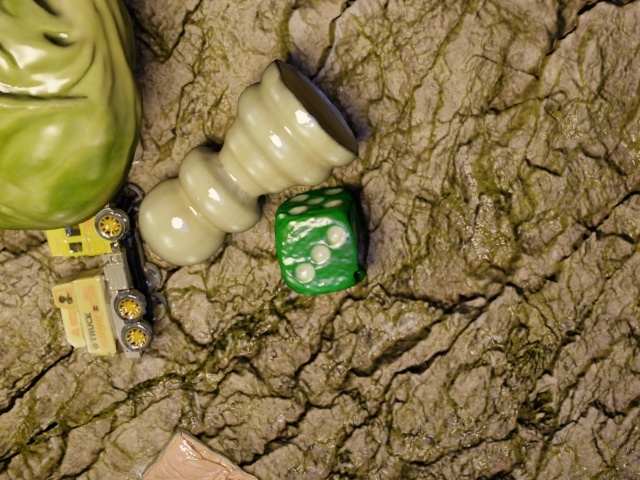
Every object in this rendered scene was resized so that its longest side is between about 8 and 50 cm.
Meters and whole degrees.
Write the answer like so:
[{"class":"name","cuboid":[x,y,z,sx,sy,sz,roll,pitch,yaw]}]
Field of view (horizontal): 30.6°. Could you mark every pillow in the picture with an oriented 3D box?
[{"class":"pillow","cuboid":[-0.174,0.413,1.935,0.232,0.043,0.126,34,112,-14]}]

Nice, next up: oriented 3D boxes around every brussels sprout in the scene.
[{"class":"brussels sprout","cuboid":[-0.398,-0.191,1.536,0.425,0.342,0.361,-2,128,43]}]

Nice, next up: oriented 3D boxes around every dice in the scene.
[{"class":"dice","cuboid":[0.000,0.000,1.728,0.120,0.131,0.128,-9,111,7]}]

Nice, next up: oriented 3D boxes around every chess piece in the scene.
[{"class":"chess piece","cuboid":[-0.122,-0.090,1.674,0.330,0.182,0.182,-39,106,15]}]

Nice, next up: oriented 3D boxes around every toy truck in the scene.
[{"class":"toy truck","cuboid":[-0.332,0.047,1.755,0.157,0.124,0.272,-6,113,8]}]

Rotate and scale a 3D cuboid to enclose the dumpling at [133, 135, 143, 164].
[{"class":"dumpling","cuboid":[-0.291,-0.139,1.717,0.057,0.076,0.052,-14,86,2]}]
